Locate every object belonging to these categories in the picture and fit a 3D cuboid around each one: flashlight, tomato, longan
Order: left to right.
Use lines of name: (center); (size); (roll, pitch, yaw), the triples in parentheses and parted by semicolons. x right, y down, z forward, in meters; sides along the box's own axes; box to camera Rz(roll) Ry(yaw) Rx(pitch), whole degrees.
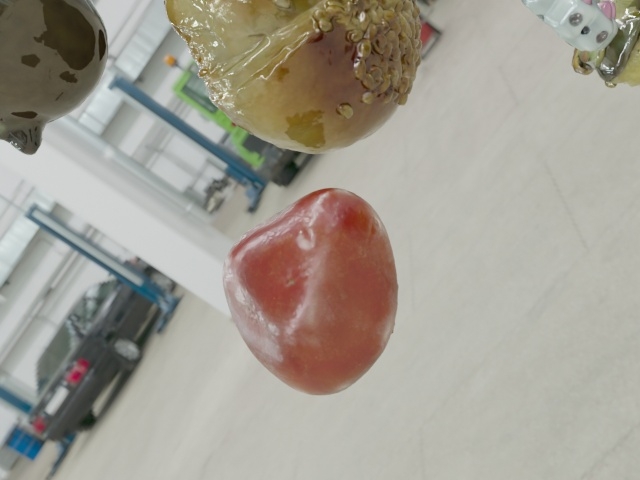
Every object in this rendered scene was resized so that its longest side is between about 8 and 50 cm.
longan: (-0.432, -0.259, 1.270); (0.300, 0.300, 0.243); (-55, 16, 1)
tomato: (-0.008, 0.047, 0.854); (0.166, 0.174, 0.082); (-30, -12, 11)
flashlight: (0.188, -0.224, 0.819); (0.047, 0.093, 0.200); (-53, 31, 24)

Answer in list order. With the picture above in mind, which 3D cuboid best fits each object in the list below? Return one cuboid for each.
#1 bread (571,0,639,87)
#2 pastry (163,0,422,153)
bread: (0.350, -0.246, 0.889); (0.262, 0.162, 0.204); (-58, 13, 15)
pastry: (-0.017, -0.314, 1.252); (0.245, 0.410, 0.410); (-15, 33, 31)
